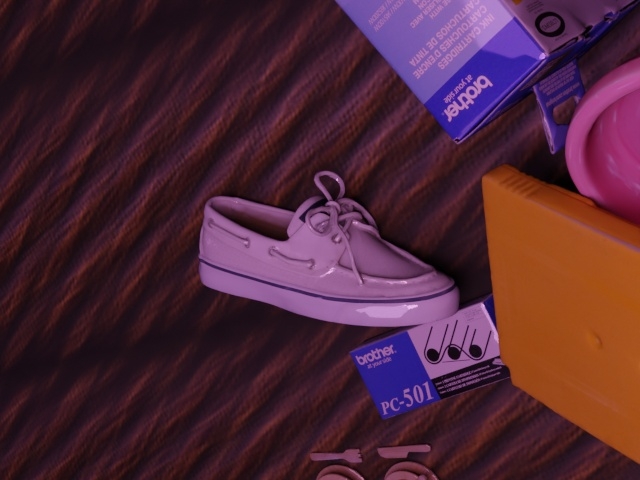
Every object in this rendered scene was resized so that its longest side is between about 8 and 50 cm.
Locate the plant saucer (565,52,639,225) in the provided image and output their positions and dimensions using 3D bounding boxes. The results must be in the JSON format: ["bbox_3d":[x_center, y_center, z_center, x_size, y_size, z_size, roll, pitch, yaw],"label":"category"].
[{"bbox_3d":[0.409,-0.096,1.497,0.332,0.084,0.332,11,149,7],"label":"plant saucer"}]

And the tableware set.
[{"bbox_3d":[0.070,0.334,1.980,0.194,0.039,0.128,-9,104,33],"label":"tableware set"}]

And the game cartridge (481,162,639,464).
[{"bbox_3d":[0.303,0.093,1.597,0.323,0.052,0.285,32,141,46],"label":"game cartridge"}]

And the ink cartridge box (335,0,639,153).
[{"bbox_3d":[0.152,-0.274,1.547,0.395,0.270,0.151,49,128,6],"label":"ink cartridge box"}]

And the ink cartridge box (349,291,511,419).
[{"bbox_3d":[0.143,0.141,1.855,0.207,0.046,0.097,-24,94,36],"label":"ink cartridge box"}]

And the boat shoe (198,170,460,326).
[{"bbox_3d":[0.004,-0.002,1.843,0.367,0.136,0.156,13,112,37],"label":"boat shoe"}]
